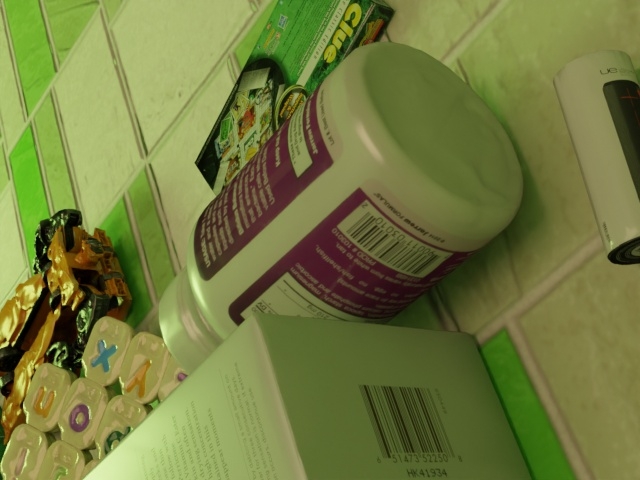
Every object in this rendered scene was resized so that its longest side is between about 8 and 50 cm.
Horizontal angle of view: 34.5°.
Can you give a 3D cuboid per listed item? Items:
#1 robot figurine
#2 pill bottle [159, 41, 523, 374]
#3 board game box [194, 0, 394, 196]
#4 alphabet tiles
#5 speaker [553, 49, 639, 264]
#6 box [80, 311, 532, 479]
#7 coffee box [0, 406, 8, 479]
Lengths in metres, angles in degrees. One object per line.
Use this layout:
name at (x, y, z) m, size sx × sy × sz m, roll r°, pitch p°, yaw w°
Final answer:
robot figurine at (-0.317, 0.102, 1.237) m, size 0.291 × 0.085 × 0.211 m, roll -52°, pitch 48°, yaw 31°
pill bottle at (0.000, 0.000, 0.813) m, size 0.301 × 0.169 × 0.169 m, roll -42°, pitch 53°, yaw 36°
board game box at (-0.033, -0.141, 0.992) m, size 0.260 × 0.030 × 0.136 m, roll -59°, pitch 42°, yaw 24°
alphabet tiles at (-0.212, 0.229, 1.056) m, size 0.284 × 0.021 × 0.278 m, roll 15°, pitch 83°, yaw 32°
speaker at (0.196, -0.056, 0.679) m, size 0.055 × 0.055 × 0.136 m, roll -33°, pitch 58°, yaw 42°
box at (-0.040, 0.220, 0.779) m, size 0.345 × 0.215 × 0.168 m, roll -44°, pitch 52°, yaw 36°
coffee box at (-0.429, 0.315, 1.362) m, size 0.184 × 0.040 × 0.113 m, roll 41°, pitch 114°, yaw 46°
